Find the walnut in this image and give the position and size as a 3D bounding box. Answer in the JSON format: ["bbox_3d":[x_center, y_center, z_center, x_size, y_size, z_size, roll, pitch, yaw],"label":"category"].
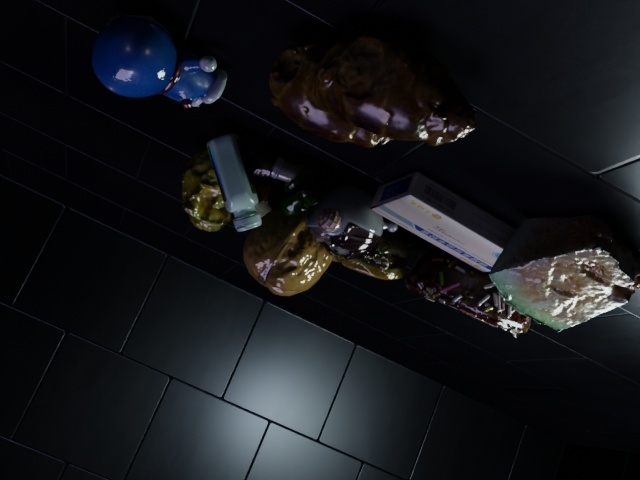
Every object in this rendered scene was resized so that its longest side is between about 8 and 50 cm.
[{"bbox_3d":[-0.078,0.020,2.118,0.224,0.257,0.257,37,166,9],"label":"walnut"}]

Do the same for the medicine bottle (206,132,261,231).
[{"bbox_3d":[-0.203,-0.137,1.906,0.083,0.228,0.121,-16,-175,-4],"label":"medicine bottle"}]

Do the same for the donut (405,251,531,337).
[{"bbox_3d":[0.393,0.133,2.040,0.345,0.136,0.259,22,178,-1],"label":"donut"}]

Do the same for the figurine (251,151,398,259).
[{"bbox_3d":[0.005,-0.087,1.912,0.370,0.167,0.281,34,-179,-6],"label":"figurine"}]

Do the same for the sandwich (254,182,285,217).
[{"bbox_3d":[-0.184,-0.109,2.259,0.215,0.065,0.186,11,161,34],"label":"sandwich"}]

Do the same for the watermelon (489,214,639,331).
[{"bbox_3d":[0.542,0.054,1.681,0.264,0.151,0.302,34,144,-25],"label":"watermelon"}]

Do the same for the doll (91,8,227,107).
[{"bbox_3d":[-0.312,-0.347,1.552,0.215,0.161,0.257,-13,160,43],"label":"doll"}]

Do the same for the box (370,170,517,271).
[{"bbox_3d":[0.303,-0.034,1.817,0.343,0.065,0.200,28,164,-17],"label":"box"}]

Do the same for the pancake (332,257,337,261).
[{"bbox_3d":[0.000,0.000,2.389,0.294,0.049,0.294,23,168,5],"label":"pancake"}]

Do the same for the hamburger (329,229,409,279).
[{"bbox_3d":[0.143,0.022,2.097,0.189,0.122,0.215,19,-171,30],"label":"hamburger"}]

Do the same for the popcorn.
[{"bbox_3d":[-0.273,-0.127,2.054,0.169,0.218,0.189,-4,-164,-10],"label":"popcorn"}]

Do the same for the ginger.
[{"bbox_3d":[0.094,-0.228,1.320,0.357,0.152,0.274,8,158,48],"label":"ginger"}]
